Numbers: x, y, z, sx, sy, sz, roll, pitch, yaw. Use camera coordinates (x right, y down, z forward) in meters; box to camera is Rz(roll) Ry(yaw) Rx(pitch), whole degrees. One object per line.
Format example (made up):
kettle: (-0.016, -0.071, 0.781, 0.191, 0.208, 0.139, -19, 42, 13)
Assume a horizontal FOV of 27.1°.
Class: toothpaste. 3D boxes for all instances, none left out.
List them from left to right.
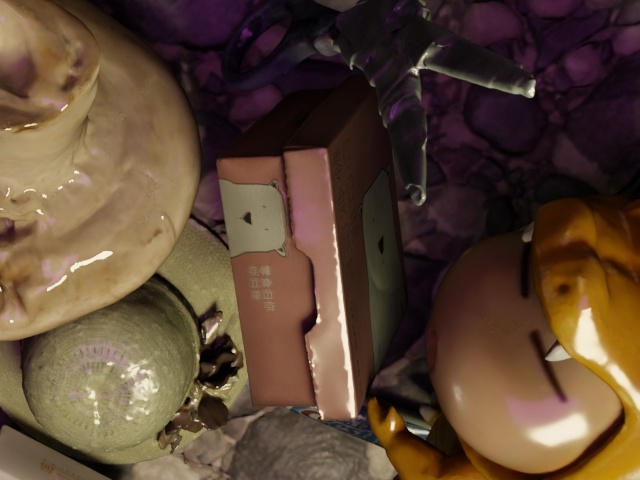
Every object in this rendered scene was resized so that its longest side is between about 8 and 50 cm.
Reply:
toothpaste: (0.040, 0.158, 1.187, 0.197, 0.035, 0.057, 22, 122, -9)

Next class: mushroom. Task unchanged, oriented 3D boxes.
mushroom: (-0.237, -0.071, 0.962, 0.292, 0.290, 0.292, 1, 80, -4)

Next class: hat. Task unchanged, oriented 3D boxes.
hat: (-0.181, 0.102, 1.116, 0.257, 0.130, 0.257, 0, 109, -1)

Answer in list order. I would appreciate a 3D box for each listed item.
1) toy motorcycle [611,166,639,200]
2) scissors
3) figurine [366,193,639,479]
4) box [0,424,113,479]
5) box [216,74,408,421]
toy motorcycle: (0.329, -0.072, 1.064, 0.213, 0.125, 0.358, 10, 115, -4)
scissors: (0.047, -0.148, 0.910, 0.029, 0.383, 0.256, 37, 103, -29)
figurine: (0.209, 0.120, 1.004, 0.268, 0.401, 0.387, 55, 139, 16)
box: (-0.276, 0.293, 1.195, 0.149, 0.067, 0.233, 31, 116, -8)
box: (0.000, 0.000, 1.037, 0.086, 0.215, 0.215, -2, 110, 16)
